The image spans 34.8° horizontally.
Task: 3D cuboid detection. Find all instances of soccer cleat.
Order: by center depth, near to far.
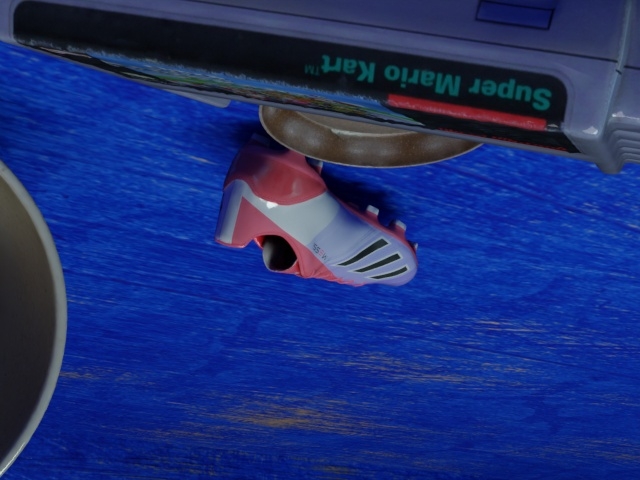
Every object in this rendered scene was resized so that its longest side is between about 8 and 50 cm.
[{"bbox_3d":[0.000,0.000,0.844,0.083,0.095,0.248,18,169,36],"label":"soccer cleat"}]

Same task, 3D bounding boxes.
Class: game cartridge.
[{"bbox_3d":[0.018,-0.082,0.470,0.355,0.068,0.230,12,-172,18],"label":"game cartridge"}]

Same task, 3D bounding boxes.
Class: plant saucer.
[{"bbox_3d":[0.042,-0.096,0.699,0.168,0.029,0.168,1,159,1],"label":"plant saucer"}]

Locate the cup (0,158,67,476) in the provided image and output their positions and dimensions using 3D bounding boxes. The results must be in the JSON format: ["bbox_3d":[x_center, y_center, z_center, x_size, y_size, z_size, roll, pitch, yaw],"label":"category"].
[{"bbox_3d":[-0.381,0.042,0.768,0.331,0.331,0.237,12,-176,-27],"label":"cup"}]
